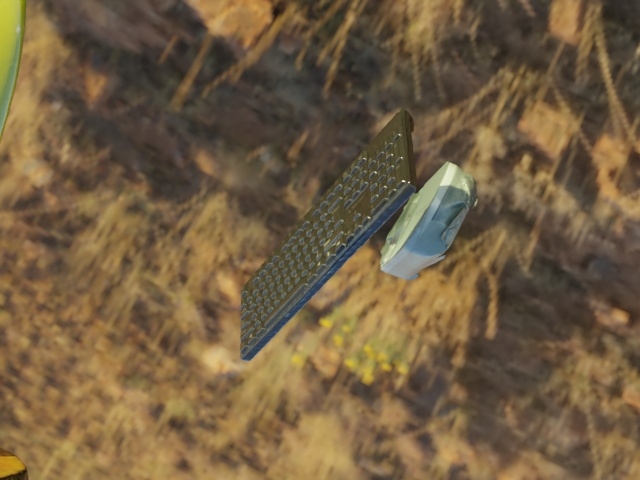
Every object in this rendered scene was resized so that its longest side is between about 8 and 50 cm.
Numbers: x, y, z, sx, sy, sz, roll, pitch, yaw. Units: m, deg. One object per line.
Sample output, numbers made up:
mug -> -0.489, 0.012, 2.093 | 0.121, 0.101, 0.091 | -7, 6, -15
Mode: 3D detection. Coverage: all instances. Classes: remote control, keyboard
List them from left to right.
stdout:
keyboard -> 0.000, 0.000, 1.289 | 0.018, 0.101, 0.310 | 20, 137, -24
remote control -> 0.111, -0.016, 1.441 | 0.052, 0.104, 0.247 | 28, 170, -2

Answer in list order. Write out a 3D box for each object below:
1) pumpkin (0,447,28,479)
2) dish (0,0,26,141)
pumpkin -> -0.382, 0.186, 1.027 | 0.317, 0.139, 0.222 | 21, -173, 31
dish -> -0.240, -0.125, 0.729 | 0.108, 0.221, 0.262 | -1, 133, -26
